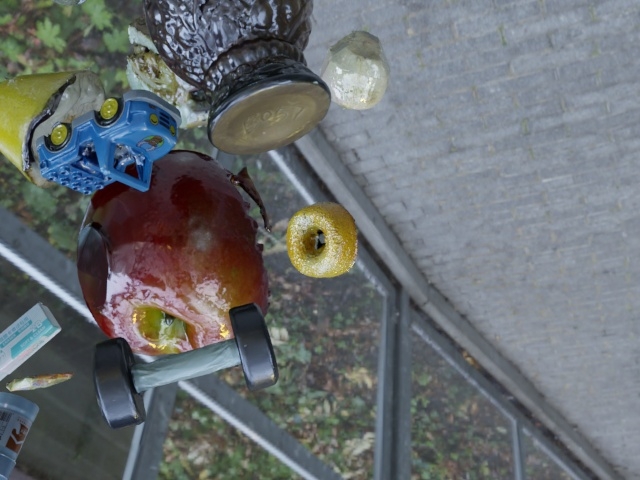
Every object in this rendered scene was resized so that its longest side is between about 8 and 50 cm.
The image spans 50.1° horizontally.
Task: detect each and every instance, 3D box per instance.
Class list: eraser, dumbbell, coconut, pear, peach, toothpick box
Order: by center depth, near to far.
[{"bbox_3d":[-0.149,0.139,0.766,0.191,0.100,0.100,-13,142,-10],"label":"dumbbell"},{"bbox_3d":[-0.276,0.025,1.245,0.309,0.406,0.335,1,153,-37],"label":"peach"},{"bbox_3d":[-0.542,-0.232,1.288,0.178,0.267,0.267,21,141,2],"label":"pear"},{"bbox_3d":[-0.654,0.401,1.396,0.101,0.153,0.101,9,145,6],"label":"toothpick box"},{"bbox_3d":[0.086,-0.413,1.718,0.194,0.194,0.194,3,141,3],"label":"coconut"},{"bbox_3d":[-0.842,0.282,1.911,0.225,0.095,0.052,-41,156,-6],"label":"eraser"}]

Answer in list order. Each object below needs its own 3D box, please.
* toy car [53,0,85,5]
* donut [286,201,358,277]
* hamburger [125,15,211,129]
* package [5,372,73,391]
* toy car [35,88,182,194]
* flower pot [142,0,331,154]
[{"bbox_3d":[-0.471,-0.474,1.164,0.235,0.235,0.145,29,115,-27],"label":"toy car"},{"bbox_3d":[0.002,0.001,2.073,0.118,0.254,0.253,-10,158,-45],"label":"donut"},{"bbox_3d":[-0.305,-0.431,1.679,0.276,0.318,0.195,-26,143,-33],"label":"hamburger"},{"bbox_3d":[-0.671,0.335,1.633,0.120,0.031,0.108,-18,166,29],"label":"package"},{"bbox_3d":[-0.270,-0.111,0.880,0.191,0.100,0.097,-22,159,20],"label":"toy car"},{"bbox_3d":[-0.116,-0.289,1.038,0.266,0.267,0.266,-18,162,-6],"label":"flower pot"}]
